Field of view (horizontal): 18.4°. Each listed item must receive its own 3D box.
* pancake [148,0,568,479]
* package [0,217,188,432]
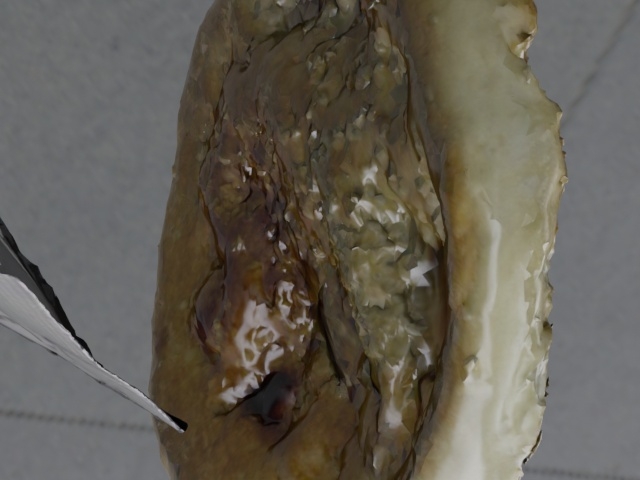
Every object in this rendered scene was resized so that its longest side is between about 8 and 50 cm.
[{"bbox_3d":[0.002,0.000,0.872,0.065,0.356,0.356,1,124,-27],"label":"pancake"},{"bbox_3d":[-0.170,-0.030,0.692,0.062,0.251,0.204,-49,146,-2],"label":"package"}]
